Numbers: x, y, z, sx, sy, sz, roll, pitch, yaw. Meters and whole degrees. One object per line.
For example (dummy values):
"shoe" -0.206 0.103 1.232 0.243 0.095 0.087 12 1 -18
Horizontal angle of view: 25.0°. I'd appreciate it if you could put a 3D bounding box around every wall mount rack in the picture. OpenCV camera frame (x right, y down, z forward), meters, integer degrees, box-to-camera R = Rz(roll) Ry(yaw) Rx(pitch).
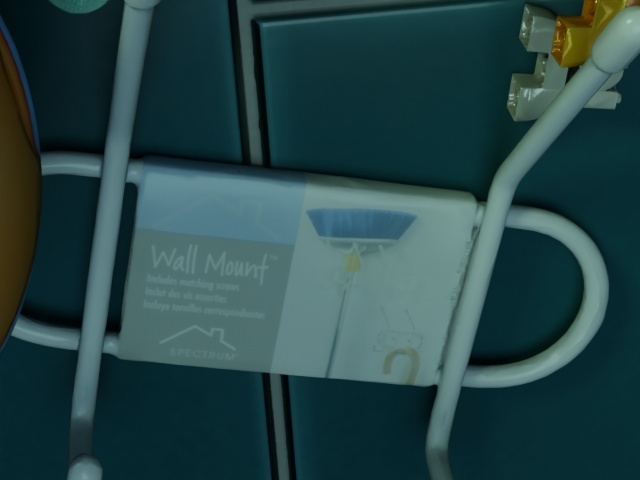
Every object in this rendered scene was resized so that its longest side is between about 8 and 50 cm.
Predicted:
"wall mount rack" 0.000 0.000 0.689 0.350 0.130 0.304 6 118 -11

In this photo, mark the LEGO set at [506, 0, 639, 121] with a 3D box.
"LEGO set" 0.156 -0.145 0.654 0.093 0.087 0.227 3 119 -8

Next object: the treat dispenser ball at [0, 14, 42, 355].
"treat dispenser ball" -0.248 -0.021 0.531 0.288 0.288 0.288 -3 119 -5

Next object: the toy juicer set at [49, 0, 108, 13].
"toy juicer set" -0.088 -0.207 0.588 0.329 0.089 0.209 -31 118 11
